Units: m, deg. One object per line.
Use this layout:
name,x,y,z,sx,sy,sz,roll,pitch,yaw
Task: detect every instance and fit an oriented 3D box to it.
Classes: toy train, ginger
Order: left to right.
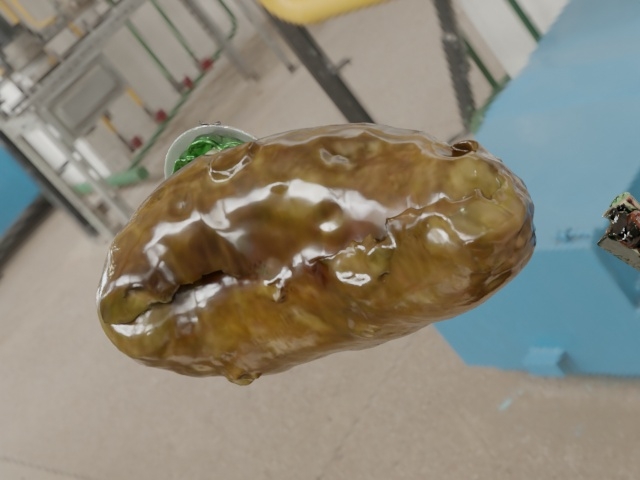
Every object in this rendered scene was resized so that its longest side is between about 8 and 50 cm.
ginger,0.000,0.000,0.839,0.321,0.165,0.172,-17,13,26
toy train,0.399,0.036,1.321,0.053,0.250,0.085,-42,18,41

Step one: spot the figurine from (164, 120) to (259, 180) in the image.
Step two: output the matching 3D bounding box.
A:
figurine,-0.104,-0.013,1.044,0.132,0.132,0.153,-23,22,35
